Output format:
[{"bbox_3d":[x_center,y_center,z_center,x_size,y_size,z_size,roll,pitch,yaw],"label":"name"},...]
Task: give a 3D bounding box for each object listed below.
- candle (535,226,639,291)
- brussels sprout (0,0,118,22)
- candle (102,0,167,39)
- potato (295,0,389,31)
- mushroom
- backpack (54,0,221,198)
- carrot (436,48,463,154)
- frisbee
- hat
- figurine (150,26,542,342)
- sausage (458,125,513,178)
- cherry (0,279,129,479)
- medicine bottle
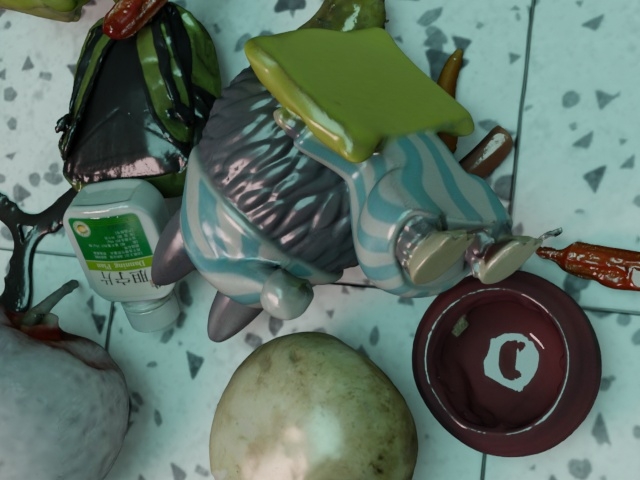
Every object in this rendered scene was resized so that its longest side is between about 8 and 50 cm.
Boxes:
[{"bbox_3d":[0.302,0.023,1.232,0.162,0.048,0.053,11,58,25],"label":"candle"},{"bbox_3d":[-0.340,-0.464,1.434,0.276,0.315,0.371,25,99,63],"label":"brussels sprout"},{"bbox_3d":[-0.146,-0.359,1.392,0.048,0.051,0.329,40,77,1],"label":"candle"},{"bbox_3d":[0.021,-0.245,1.364,0.138,0.070,0.091,-41,41,21],"label":"potato"},{"bbox_3d":[-0.007,0.226,1.260,0.255,0.184,0.255,-2,86,20],"label":"mushroom"},{"bbox_3d":[-0.218,-0.171,1.421,0.207,0.140,0.253,-7,74,21],"label":"backpack"},{"bbox_3d":[0.143,-0.152,1.329,0.035,0.035,0.142,3,80,23],"label":"carrot"},{"bbox_3d":[-0.404,-0.017,1.546,0.187,0.012,0.211,35,98,23],"label":"frisbee"},{"bbox_3d":[0.200,0.131,1.240,0.205,0.089,0.205,-5,77,23],"label":"hat"},{"bbox_3d":[0.000,0.000,1.266,0.377,0.266,0.361,-58,48,33],"label":"figurine"},{"bbox_3d":[0.157,-0.071,1.311,0.147,0.035,0.030,-43,38,14],"label":"sausage"},{"bbox_3d":[-0.390,0.223,1.370,0.326,0.291,0.335,-1,96,-6],"label":"cherry"},{"bbox_3d":[-0.224,0.019,1.382,0.119,0.069,0.183,-5,125,17],"label":"medicine bottle"}]
